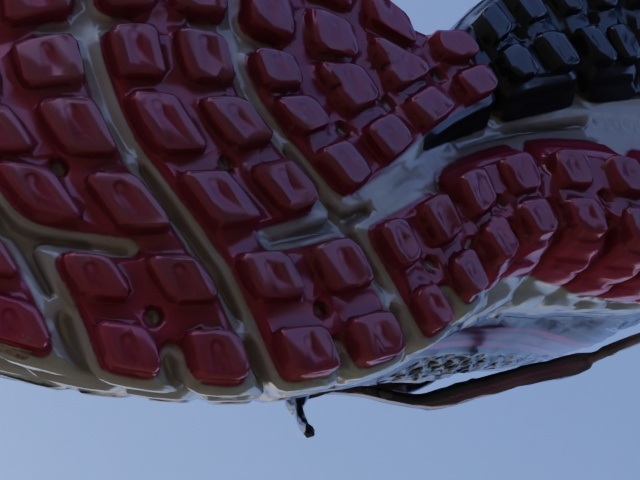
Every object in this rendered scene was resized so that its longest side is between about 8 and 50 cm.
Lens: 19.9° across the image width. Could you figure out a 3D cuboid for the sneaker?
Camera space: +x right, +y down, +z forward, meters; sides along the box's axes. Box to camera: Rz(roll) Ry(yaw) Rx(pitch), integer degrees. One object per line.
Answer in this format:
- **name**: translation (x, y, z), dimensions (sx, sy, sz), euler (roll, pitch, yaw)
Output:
- **sneaker**: translation (0.000, 0.000, 0.465), dimensions (0.112, 0.299, 0.121), euler (-40, -121, 43)
